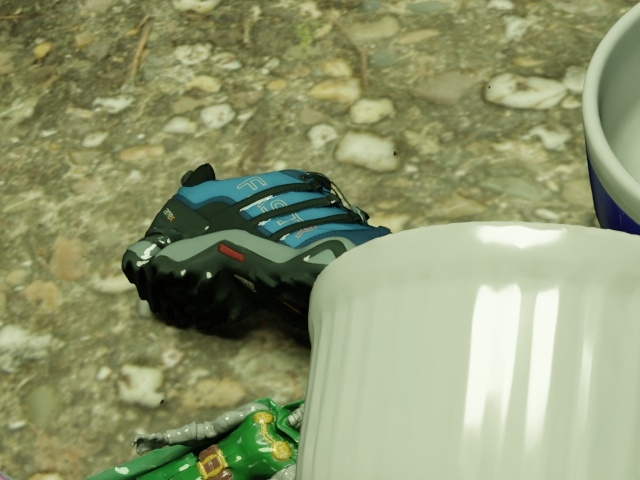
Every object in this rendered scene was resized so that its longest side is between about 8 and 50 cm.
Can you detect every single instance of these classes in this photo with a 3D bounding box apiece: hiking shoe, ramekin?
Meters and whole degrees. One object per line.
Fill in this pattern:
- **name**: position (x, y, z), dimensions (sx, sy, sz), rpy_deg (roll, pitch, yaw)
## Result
- **hiking shoe**: position (0.000, 0.000, 0.765), dimensions (0.304, 0.113, 0.132), rpy_deg (8, 57, 23)
- **ramekin**: position (0.117, 0.114, 0.547), dimensions (0.277, 0.277, 0.135), rpy_deg (3, 62, 19)

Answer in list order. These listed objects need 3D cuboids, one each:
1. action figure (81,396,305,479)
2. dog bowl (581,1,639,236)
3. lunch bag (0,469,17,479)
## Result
- **action figure**: position (-0.091, 0.170, 0.699), dimensions (0.232, 0.063, 0.137), rpy_deg (-31, 55, -7)
- **dog bowl**: position (0.320, -0.073, 0.728), dimensions (0.264, 0.104, 0.265), rpy_deg (-9, 52, 11)
- **lunch bag**: position (-0.201, 0.229, 0.493), dimensions (0.107, 0.279, 0.224), rpy_deg (32, 61, 2)
